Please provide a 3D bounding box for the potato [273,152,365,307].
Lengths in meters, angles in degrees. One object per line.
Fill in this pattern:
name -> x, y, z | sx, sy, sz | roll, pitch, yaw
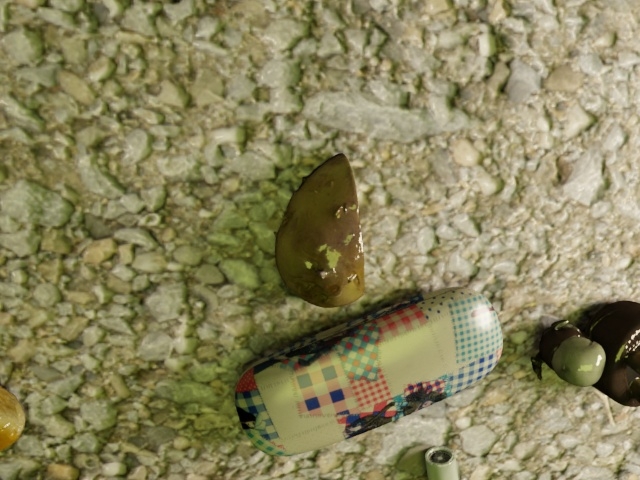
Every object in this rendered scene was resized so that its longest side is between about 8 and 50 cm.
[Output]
potato -> 0.000, 0.000, 0.623 | 0.100, 0.089, 0.172 | -5, 108, -5

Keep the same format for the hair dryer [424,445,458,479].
hair dryer -> 0.100, 0.365, 0.768 | 0.183, 0.044, 0.155 | -10, 105, -3

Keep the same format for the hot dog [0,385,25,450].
hot dog -> -0.424, 0.146, 0.606 | 0.084, 0.073, 0.242 | -37, 108, -3

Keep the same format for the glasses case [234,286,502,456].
glasses case -> 0.059, 0.154, 0.682 | 0.327, 0.076, 0.125 | -21, 110, -3

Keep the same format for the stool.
stool -> 0.371, 0.146, 0.710 | 0.217, 0.121, 0.125 | 3, 107, -15
